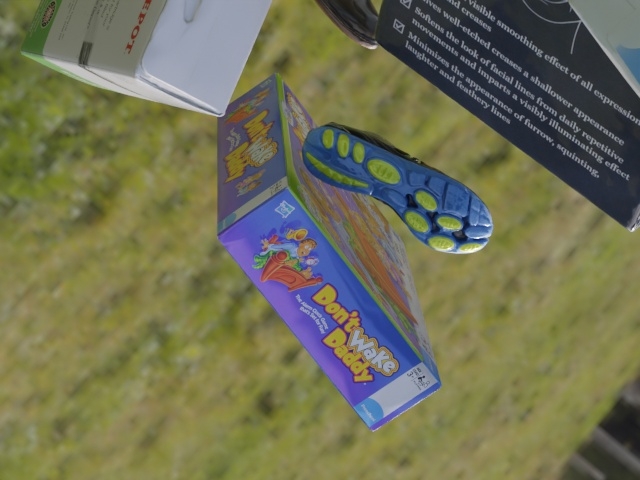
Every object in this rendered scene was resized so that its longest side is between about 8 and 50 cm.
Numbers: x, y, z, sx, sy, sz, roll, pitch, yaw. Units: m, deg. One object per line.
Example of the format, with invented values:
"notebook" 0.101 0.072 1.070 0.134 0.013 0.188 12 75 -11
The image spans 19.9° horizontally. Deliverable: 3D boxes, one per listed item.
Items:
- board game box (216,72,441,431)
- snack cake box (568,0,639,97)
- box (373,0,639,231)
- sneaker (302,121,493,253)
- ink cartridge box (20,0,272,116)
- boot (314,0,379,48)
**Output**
"board game box" 0.000 0.000 1.719 0.078 0.233 0.347 -34 -160 10
"snack cake box" 0.246 -0.101 0.959 0.152 0.089 0.264 -38 155 11
"box" 0.244 -0.258 1.447 0.212 0.293 0.395 -41 160 -31
"sneaker" 0.073 -0.054 1.623 0.067 0.188 0.078 -60 -177 23
"ink cartridge box" -0.135 -0.197 1.476 0.093 0.219 0.160 25 87 -35
"boot" 0.031 -0.335 2.120 0.106 0.219 0.082 -35 176 34
